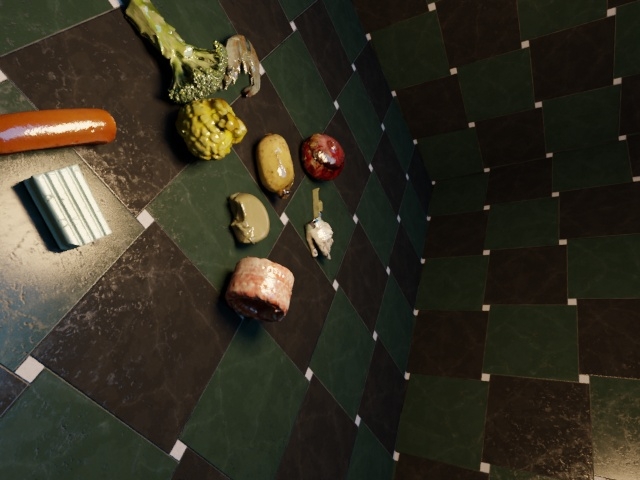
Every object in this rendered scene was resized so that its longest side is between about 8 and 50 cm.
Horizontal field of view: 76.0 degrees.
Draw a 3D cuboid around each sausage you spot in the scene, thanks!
[{"bbox_3d":[-0.670,-0.278,1.026,0.348,0.094,0.097,-32,104,-56],"label":"sausage"}]

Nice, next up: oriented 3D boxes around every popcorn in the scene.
[{"bbox_3d":[-0.363,-0.383,1.400,0.237,0.252,0.205,-43,123,-50],"label":"popcorn"}]

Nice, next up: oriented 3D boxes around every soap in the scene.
[{"bbox_3d":[-0.638,-0.083,1.042,0.119,0.067,0.197,-40,115,-53],"label":"soap"}]

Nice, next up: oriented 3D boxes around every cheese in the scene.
[{"bbox_3d":[-0.282,-0.093,1.586,0.175,0.091,0.202,-40,113,-54],"label":"cheese"}]

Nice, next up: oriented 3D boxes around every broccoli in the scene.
[{"bbox_3d":[-0.474,-0.656,1.388,0.252,0.221,0.361,-32,104,-30],"label":"broccoli"}]

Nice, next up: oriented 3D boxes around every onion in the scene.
[{"bbox_3d":[0.016,-0.425,2.064,0.247,0.190,0.246,21,56,-35],"label":"onion"}]

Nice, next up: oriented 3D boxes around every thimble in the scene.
[{"bbox_3d":[-0.217,0.184,1.481,0.239,0.240,0.162,48,43,-40],"label":"thimble"}]

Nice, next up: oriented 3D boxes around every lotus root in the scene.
[{"bbox_3d":[-0.190,-0.314,1.750,0.160,0.146,0.283,-14,86,-38],"label":"lotus root"}]

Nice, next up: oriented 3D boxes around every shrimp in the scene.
[{"bbox_3d":[-0.333,-0.713,1.716,0.246,0.086,0.360,59,33,-40],"label":"shrimp"}]

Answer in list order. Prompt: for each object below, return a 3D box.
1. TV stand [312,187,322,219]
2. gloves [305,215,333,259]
[{"bbox_3d":[-0.011,-0.147,2.077,0.042,0.036,0.248,17,67,-56],"label":"TV stand"},{"bbox_3d":[0.006,-0.003,1.979,0.128,0.111,0.212,-35,99,-36],"label":"gloves"}]
